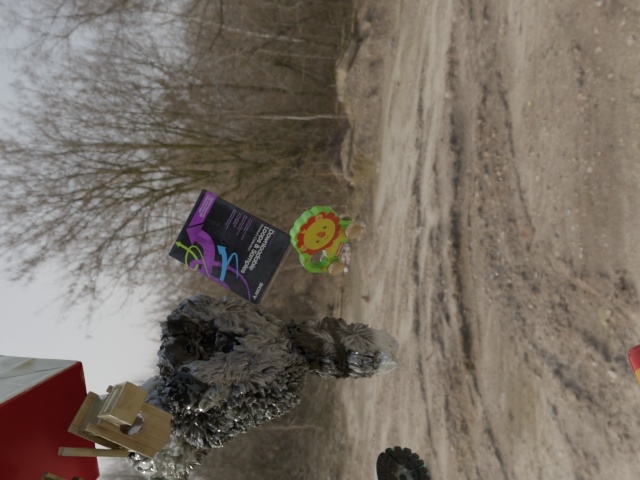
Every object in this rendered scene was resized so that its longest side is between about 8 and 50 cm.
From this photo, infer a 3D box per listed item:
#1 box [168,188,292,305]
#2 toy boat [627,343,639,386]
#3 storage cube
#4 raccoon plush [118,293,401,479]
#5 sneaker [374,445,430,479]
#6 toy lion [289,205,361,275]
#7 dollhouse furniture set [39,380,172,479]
[{"bbox_3d":[-0.132,0.010,0.807,0.116,0.162,0.029,-63,-9,0],"label":"box"},{"bbox_3d":[0.615,0.234,0.806,0.267,0.318,0.148,112,157,-43],"label":"toy boat"},{"bbox_3d":[-0.457,0.286,0.757,0.215,0.184,0.193,-31,-61,-67],"label":"storage cube"},{"bbox_3d":[-0.110,0.281,0.872,0.216,0.446,0.299,-93,18,-59],"label":"raccoon plush"},{"bbox_3d":[0.136,0.473,0.821,0.283,0.110,0.122,-88,2,-49],"label":"sneaker"},{"bbox_3d":[0.000,0.000,0.717,0.034,0.096,0.100,50,128,43],"label":"toy lion"},{"bbox_3d":[-0.258,0.275,0.661,0.182,0.101,0.161,-26,36,51],"label":"dollhouse furniture set"}]
